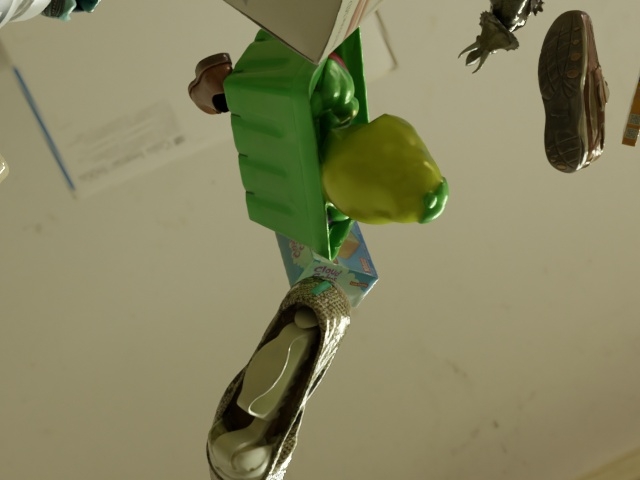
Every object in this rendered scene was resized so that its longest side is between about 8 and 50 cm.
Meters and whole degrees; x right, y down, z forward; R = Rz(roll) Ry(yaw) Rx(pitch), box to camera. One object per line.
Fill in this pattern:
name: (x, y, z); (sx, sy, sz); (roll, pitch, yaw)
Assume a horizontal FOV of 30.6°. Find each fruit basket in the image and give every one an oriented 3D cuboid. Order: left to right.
fruit basket: (0.051, -0.153, 1.876); (0.392, 0.392, 0.283); (-14, -147, 35)

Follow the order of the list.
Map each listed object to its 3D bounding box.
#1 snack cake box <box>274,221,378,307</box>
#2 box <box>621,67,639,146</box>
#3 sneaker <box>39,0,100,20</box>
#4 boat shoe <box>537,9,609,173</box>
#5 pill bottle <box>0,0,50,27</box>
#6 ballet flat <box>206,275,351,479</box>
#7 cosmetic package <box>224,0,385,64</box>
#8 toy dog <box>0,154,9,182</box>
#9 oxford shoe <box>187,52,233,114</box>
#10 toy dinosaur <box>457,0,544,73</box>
snack cake box: (0.000, 0.000, 2.302); (0.089, 0.152, 0.264); (-54, -147, 28)
box: (0.563, -0.243, 2.067); (0.028, 0.136, 0.081); (15, -150, 9)
sneaker: (-0.446, -0.468, 2.139); (0.110, 0.122, 0.283); (-64, 177, 37)
boat shoe: (0.519, -0.302, 2.361); (0.116, 0.324, 0.123); (-11, -162, -35)
pill bottle: (-0.376, -0.262, 1.102); (0.153, 0.153, 0.264); (-17, -175, 29)
ballet flat: (-0.102, 0.280, 2.006); (0.483, 0.164, 0.182); (-65, 164, 16)
cosmetic package: (0.047, -0.324, 1.119); (0.296, 0.129, 0.153); (-47, 169, -32)
toy dog: (-0.475, -0.047, 1.342); (0.220, 0.161, 0.333); (-47, -178, -41)
oxford shoe: (-0.173, -0.237, 1.927); (0.076, 0.076, 0.212); (-19, 173, -9)
toy dinosaur: (0.333, -0.453, 2.048); (0.121, 0.313, 0.160); (11, -161, 13)
